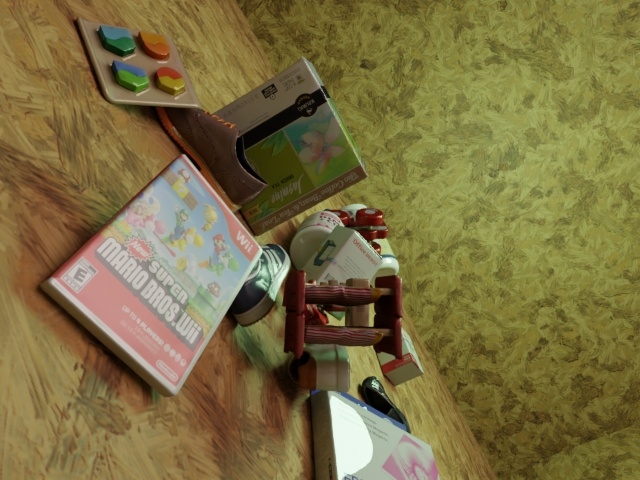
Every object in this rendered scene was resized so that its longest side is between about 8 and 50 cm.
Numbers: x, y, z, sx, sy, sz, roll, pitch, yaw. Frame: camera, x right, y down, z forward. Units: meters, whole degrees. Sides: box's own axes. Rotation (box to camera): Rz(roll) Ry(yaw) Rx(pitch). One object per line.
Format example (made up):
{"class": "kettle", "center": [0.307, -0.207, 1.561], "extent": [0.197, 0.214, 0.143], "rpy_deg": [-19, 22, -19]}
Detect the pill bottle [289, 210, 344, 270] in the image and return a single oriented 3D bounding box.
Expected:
{"class": "pill bottle", "center": [0.000, 0.000, 1.482], "extent": [0.160, 0.161, 0.283], "rpy_deg": [60, 12, -12]}

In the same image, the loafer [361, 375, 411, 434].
{"class": "loafer", "center": [0.189, 0.504, 1.370], "extent": [0.223, 0.076, 0.078], "rpy_deg": [58, 17, 2]}

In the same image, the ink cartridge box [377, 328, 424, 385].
{"class": "ink cartridge box", "center": [0.296, 0.441, 1.812], "extent": [0.128, 0.128, 0.176], "rpy_deg": [50, 16, -42]}

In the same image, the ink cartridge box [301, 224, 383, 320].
{"class": "ink cartridge box", "center": [0.051, 0.087, 1.291], "extent": [0.154, 0.212, 0.093], "rpy_deg": [45, -11, -34]}

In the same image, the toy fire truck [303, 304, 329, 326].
{"class": "toy fire truck", "center": [-0.006, 0.233, 1.210], "extent": [0.192, 0.047, 0.135], "rpy_deg": [50, 17, -46]}

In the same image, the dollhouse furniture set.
{"class": "dollhouse furniture set", "center": [0.013, 0.153, 0.992], "extent": [0.374, 0.202, 0.152], "rpy_deg": [151, -58, -75]}

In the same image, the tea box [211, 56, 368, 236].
{"class": "tea box", "center": [-0.093, -0.242, 1.227], "extent": [0.323, 0.329, 0.220], "rpy_deg": [59, 12, -13]}

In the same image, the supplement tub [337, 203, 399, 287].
{"class": "supplement tub", "center": [0.165, 0.029, 1.941], "extent": [0.228, 0.229, 0.316], "rpy_deg": [42, 23, -58]}

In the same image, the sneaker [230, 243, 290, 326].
{"class": "sneaker", "center": [-0.145, 0.035, 0.951], "extent": [0.153, 0.099, 0.282], "rpy_deg": [60, 15, -20]}

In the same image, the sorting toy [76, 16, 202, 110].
{"class": "sorting toy", "center": [-0.347, -0.347, 0.922], "extent": [0.208, 0.038, 0.192], "rpy_deg": [-9, 68, -48]}

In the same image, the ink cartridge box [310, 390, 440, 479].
{"class": "ink cartridge box", "center": [0.123, 0.449, 0.989], "extent": [0.324, 0.071, 0.330], "rpy_deg": [35, 23, -22]}

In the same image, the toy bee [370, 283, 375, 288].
{"class": "toy bee", "center": [0.146, 0.176, 1.702], "extent": [0.298, 0.162, 0.195], "rpy_deg": [62, 10, -2]}

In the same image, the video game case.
{"class": "video game case", "center": [-0.198, 0.033, 0.640], "extent": [0.204, 0.025, 0.285], "rpy_deg": [53, 37, -24]}

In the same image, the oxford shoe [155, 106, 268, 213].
{"class": "oxford shoe", "center": [-0.248, -0.243, 1.054], "extent": [0.363, 0.133, 0.130], "rpy_deg": [59, 13, -13]}

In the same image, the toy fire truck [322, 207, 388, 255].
{"class": "toy fire truck", "center": [0.099, -0.053, 1.759], "extent": [0.254, 0.303, 0.169], "rpy_deg": [-106, -165, -66]}

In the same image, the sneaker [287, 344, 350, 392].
{"class": "sneaker", "center": [-0.009, 0.251, 1.022], "extent": [0.290, 0.123, 0.105], "rpy_deg": [133, -44, -87]}
